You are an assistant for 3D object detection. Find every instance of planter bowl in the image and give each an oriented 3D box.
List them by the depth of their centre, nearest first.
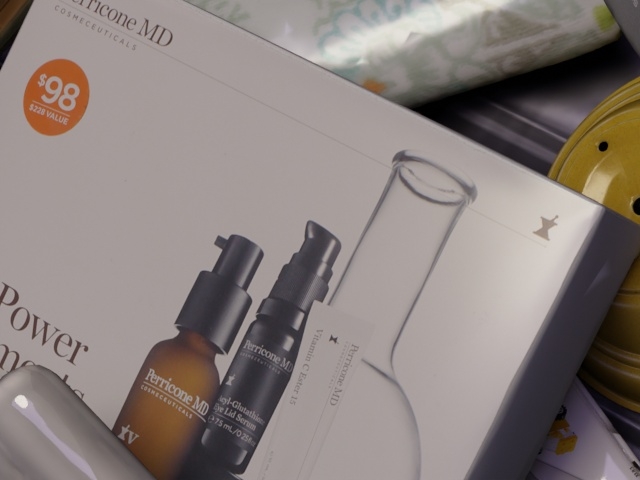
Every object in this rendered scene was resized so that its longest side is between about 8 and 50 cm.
[{"bbox_3d":[0.196,-0.011,1.119,0.217,0.090,0.217,-9,73,32],"label":"planter bowl"}]

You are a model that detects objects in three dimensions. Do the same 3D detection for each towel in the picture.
[{"bbox_3d":[-0.004,-0.245,1.278,0.320,0.090,0.374,-19,68,16],"label":"towel"}]

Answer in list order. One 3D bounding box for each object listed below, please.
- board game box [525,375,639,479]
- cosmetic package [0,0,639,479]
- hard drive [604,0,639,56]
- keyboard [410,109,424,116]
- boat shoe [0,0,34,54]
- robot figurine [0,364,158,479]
[{"bbox_3d":[0.060,0.218,1.135,0.305,0.053,0.193,-35,65,3],"label":"board game box"},{"bbox_3d":[-0.048,0.034,1.126,0.377,0.097,0.284,28,92,26],"label":"cosmetic package"},{"bbox_3d":[0.273,-0.087,1.081,0.172,0.054,0.254,-21,61,-33],"label":"hard drive"},{"bbox_3d":[0.000,0.000,1.201,0.108,0.023,0.180,15,104,20],"label":"keyboard"},{"bbox_3d":[-0.167,-0.220,1.255,0.104,0.089,0.285,39,100,20],"label":"boat shoe"},{"bbox_3d":[-0.200,0.196,1.037,0.353,0.200,0.300,47,115,0],"label":"robot figurine"}]
